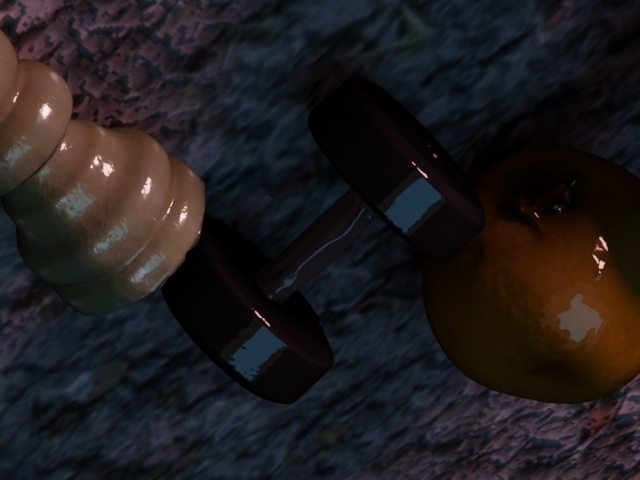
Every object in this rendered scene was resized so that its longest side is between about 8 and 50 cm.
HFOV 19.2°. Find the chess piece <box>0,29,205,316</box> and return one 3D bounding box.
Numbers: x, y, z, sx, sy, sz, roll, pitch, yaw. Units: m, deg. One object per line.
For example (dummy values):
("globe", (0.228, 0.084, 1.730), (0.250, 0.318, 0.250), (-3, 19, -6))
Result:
("chess piece", (-0.203, -0.065, 1.297), (0.133, 0.133, 0.243), (-41, 126, 8))

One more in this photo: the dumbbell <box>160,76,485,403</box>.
("dumbbell", (0.000, 0.000, 1.419), (0.218, 0.152, 0.152), (-43, 132, 10))

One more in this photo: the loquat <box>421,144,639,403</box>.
("loquat", (0.182, 0.029, 1.494), (0.208, 0.208, 0.208), (-14, 131, -16))
